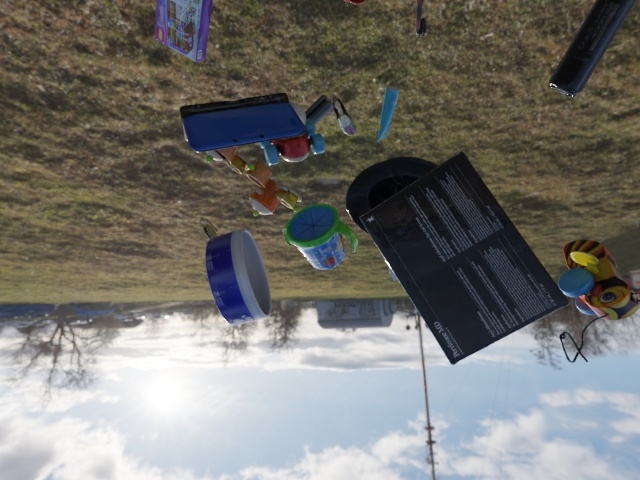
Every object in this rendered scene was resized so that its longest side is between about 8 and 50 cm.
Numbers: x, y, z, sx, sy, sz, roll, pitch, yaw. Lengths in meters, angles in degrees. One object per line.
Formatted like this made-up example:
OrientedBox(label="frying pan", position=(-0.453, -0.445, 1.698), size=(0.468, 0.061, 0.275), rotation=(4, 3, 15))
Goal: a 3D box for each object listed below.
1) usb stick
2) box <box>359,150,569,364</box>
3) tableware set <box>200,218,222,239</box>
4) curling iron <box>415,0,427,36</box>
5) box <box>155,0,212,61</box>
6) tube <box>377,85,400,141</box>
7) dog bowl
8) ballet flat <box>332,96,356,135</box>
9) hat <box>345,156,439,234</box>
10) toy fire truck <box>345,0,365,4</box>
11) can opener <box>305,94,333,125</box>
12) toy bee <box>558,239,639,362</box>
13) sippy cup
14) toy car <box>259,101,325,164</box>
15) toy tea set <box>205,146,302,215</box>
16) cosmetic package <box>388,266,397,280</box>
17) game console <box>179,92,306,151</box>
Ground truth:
OrientedBox(label="usb stick", position=(0.621, -0.466, 0.927), size=(0.077, 0.277, 0.045), rotation=(37, -153, 31))
OrientedBox(label="box", position=(0.211, 0.027, 0.644), size=(0.185, 0.261, 0.103), rotation=(-32, 169, 11))
OrientedBox(label="tableware set", position=(-0.452, 0.007, 1.800), size=(0.039, 0.194, 0.128), rotation=(-33, -145, 4))
OrientedBox(label="curling iron", position=(0.402, -0.972, 1.664), size=(0.035, 0.273, 0.068), rotation=(10, -142, 30))
OrientedBox(label="box", position=(-0.480, -0.816, 1.447), size=(0.201, 0.293, 0.057), rotation=(32, -141, 11))
OrientedBox(label="tube", position=(0.259, -0.484, 1.589), size=(0.052, 0.206, 0.080), rotation=(32, -137, 28))
OrientedBox(label="dog bowl", position=(-0.229, 0.105, 1.181), size=(0.105, 0.264, 0.265), rotation=(-16, 173, 3))
OrientedBox(label="ballet flat", position=(0.106, -0.615, 2.028), size=(0.077, 0.221, 0.079), rotation=(-27, 161, 12))
OrientedBox(label="hat", position=(0.242, -0.159, 1.285), size=(0.332, 0.133, 0.331), rotation=(4, 137, 4))
OrientedBox(label="toy fire truck", position=(0.130, -1.061, 1.526), size=(0.254, 0.169, 0.302), rotation=(33, 147, -22))
OrientedBox(label="can opener", position=(-0.076, -0.498, 1.723), size=(0.283, 0.076, 0.095), rotation=(-41, 160, 13))
OrientedBox(label="toy bee", position=(0.624, 0.114, 0.893), size=(0.196, 0.297, 0.162), rotation=(21, 150, -32))
OrientedBox(label="sippy cup", position=(0.000, 0.000, 1.774), size=(0.240, 0.224, 0.305), rotation=(-34, -138, -9))
OrientedBox(label="toy car", position=(-0.114, -0.429, 1.494), size=(0.220, 0.210, 0.237), rotation=(-15, 141, -12))
OrientedBox(label="toy tea set", position=(-0.224, -0.177, 1.268), size=(0.336, 0.124, 0.200), rotation=(39, 171, -25))
OrientedBox(label="cosmetic package", position=(0.329, 0.064, 1.610), size=(0.099, 0.060, 0.239), rotation=(-22, -163, 22))
OrientedBox(label="game console", position=(-0.216, -0.289, 1.127), size=(0.294, 0.173, 0.250), rotation=(-13, 170, -16))
